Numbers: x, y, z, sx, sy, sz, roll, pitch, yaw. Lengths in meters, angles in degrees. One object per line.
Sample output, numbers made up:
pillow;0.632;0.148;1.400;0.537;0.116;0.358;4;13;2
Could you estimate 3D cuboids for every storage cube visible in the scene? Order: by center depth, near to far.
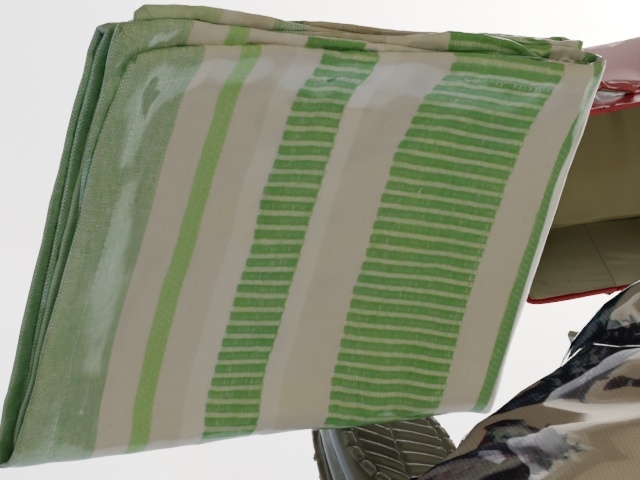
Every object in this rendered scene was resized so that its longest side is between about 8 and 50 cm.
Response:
storage cube;0.259;-0.071;1.814;0.183;0.215;0.193;-9;-155;-2

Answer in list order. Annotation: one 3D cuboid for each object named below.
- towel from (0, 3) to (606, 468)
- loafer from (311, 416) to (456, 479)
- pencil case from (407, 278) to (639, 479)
towel;0.000;0.000;0.989;0.325;0.248;0.038;-2;-153;-39
loafer;0.038;0.178;1.112;0.094;0.087;0.251;19;-151;-24
pencil case;0.054;0.153;0.731;0.410;0.183;0.160;-27;-74;-38
